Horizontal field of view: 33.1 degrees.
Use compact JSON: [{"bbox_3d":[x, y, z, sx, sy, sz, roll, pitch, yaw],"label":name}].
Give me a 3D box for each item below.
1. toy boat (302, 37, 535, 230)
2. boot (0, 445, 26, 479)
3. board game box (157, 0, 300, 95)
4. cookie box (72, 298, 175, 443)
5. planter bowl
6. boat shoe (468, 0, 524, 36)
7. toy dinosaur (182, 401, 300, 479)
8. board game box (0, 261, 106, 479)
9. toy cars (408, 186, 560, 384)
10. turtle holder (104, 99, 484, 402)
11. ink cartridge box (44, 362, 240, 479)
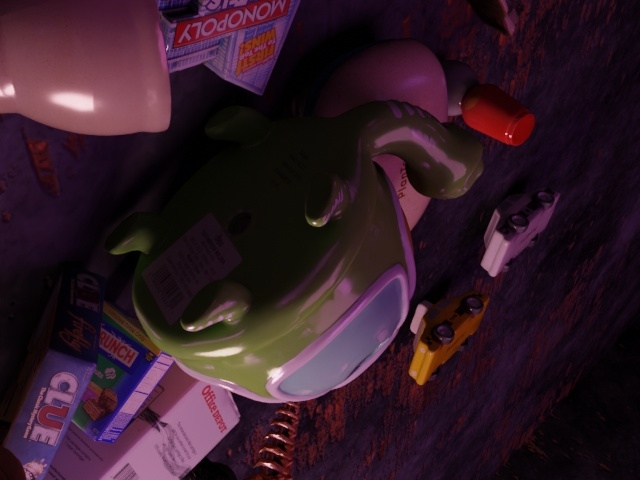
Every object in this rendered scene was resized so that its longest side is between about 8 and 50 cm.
[{"bbox_3d":[0.090,-0.120,1.203,0.318,0.148,0.267,-23,137,-35],"label":"toy boat"},{"bbox_3d":[-0.343,0.245,0.841,0.262,0.095,0.203,-12,143,-8],"label":"boot"},{"bbox_3d":[-0.083,-0.196,0.871,0.194,0.060,0.194,-29,147,-40],"label":"board game box"},{"bbox_3d":[-0.206,0.124,1.031,0.107,0.092,0.040,-54,159,-1],"label":"cookie box"},{"bbox_3d":[-0.172,-0.140,0.710,0.109,0.162,0.162,-15,141,-15],"label":"planter bowl"},{"bbox_3d":[0.211,-0.290,1.279,0.049,0.056,0.152,-60,164,2],"label":"boat shoe"},{"bbox_3d":[-0.123,0.328,1.279,0.322,0.218,0.164,-47,153,-13],"label":"toy dinosaur"},{"bbox_3d":[-0.254,0.160,0.933,0.243,0.042,0.165,-62,-162,17],"label":"board game box"},{"bbox_3d":[0.248,0.057,1.741,0.393,0.087,0.176,-55,160,-5],"label":"toy cars"},{"bbox_3d":[-0.016,0.003,1.012,0.227,0.243,0.320,47,63,-41],"label":"turtle holder"},{"bbox_3d":[-0.197,0.213,1.160,0.208,0.087,0.153,-43,152,-20],"label":"ink cartridge box"}]
